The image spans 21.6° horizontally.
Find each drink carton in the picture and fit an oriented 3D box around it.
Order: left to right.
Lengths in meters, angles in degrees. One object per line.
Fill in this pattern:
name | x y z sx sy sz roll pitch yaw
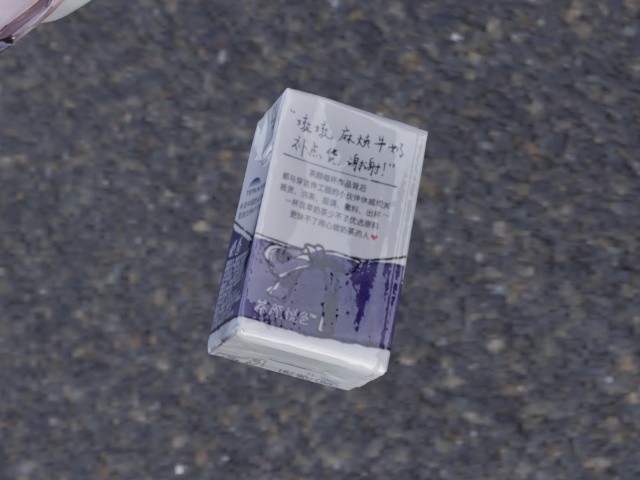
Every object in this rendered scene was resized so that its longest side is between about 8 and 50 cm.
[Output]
drink carton | -0.001 -0.001 1.407 0.102 0.134 0.222 140 144 -68

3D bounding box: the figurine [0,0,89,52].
figurine | -0.210 -0.306 0.987 0.253 0.211 0.361 -23 101 38
